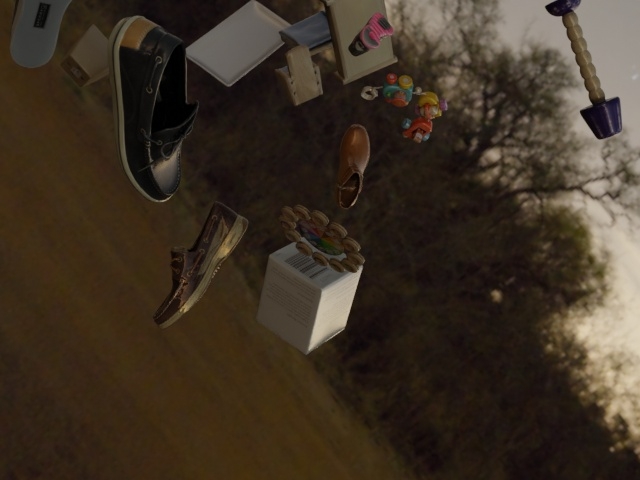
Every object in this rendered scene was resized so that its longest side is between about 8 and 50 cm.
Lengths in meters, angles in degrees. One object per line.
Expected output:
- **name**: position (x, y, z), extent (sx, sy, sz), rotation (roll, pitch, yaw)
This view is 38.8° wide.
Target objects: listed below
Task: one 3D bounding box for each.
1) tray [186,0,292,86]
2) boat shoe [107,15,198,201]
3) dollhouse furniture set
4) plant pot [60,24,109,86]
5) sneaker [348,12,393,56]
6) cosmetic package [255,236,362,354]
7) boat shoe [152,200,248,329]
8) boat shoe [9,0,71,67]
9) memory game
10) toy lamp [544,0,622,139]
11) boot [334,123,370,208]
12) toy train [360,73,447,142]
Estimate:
- **tray**: position (-0.187, -0.461, 2.141), extent (0.145, 0.270, 0.030), rotation (37, -34, 10)
- **boat shoe**: position (-0.369, -0.275, 2.088), extent (0.155, 0.187, 0.500), rotation (17, -44, 15)
- **dollhouse furniture set**: position (-0.016, -0.491, 2.002), extent (0.303, 0.286, 0.198), rotation (49, -20, 48)
- **plant pot**: position (-0.561, -0.435, 2.192), extent (0.109, 0.096, 0.109), rotation (49, -33, -16)
- **sneaker**: position (0.082, -0.344, 1.536), extent (0.047, 0.057, 0.119), rotation (50, 39, -6)
- **cosmetic package**: position (-0.026, 0.115, 1.976), extent (0.151, 0.184, 0.151), rotation (32, 37, 25)
- **boat shoe**: position (-0.319, 0.056, 2.230), extent (0.123, 0.342, 0.123), rotation (37, -6, -14)
- **boat shoe**: position (-0.502, -0.467, 1.674), extent (0.113, 0.306, 0.105), rotation (3, 45, -30)
- **memory game**: position (0.000, 0.000, 1.679), extent (0.186, 0.012, 0.186), rotation (28, -26, 15)
- **toy lamp**: position (0.501, -0.325, 1.714), extent (0.080, 0.080, 0.275), rotation (-69, 137, -85)
- **boot**: position (0.075, -0.166, 2.082), extent (0.072, 0.197, 0.152), rotation (8, 9, 0)
- **toy train**: position (0.156, -0.231, 1.649), extent (0.166, 0.125, 0.046), rotation (31, 51, -30)
